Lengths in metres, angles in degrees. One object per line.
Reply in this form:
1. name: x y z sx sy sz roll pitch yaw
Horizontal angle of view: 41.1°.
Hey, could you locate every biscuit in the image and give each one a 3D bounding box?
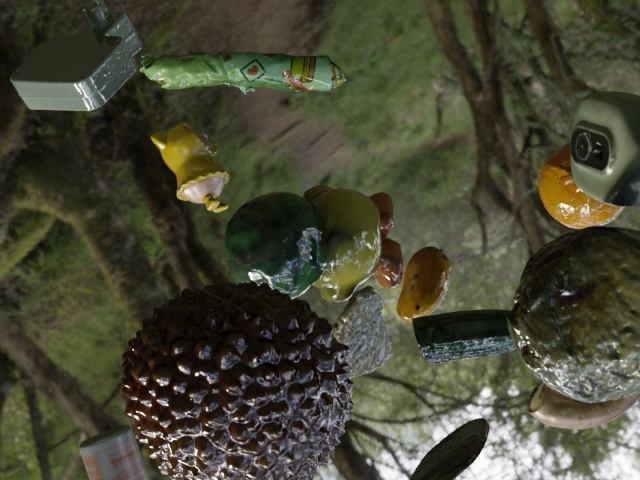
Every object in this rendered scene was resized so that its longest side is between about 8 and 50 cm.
1. biscuit: 0.065 0.184 1.552 0.141 0.038 0.290 -45 150 -17

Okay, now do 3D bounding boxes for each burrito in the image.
1. burrito: -0.111 -0.239 1.225 0.287 0.054 0.104 0 -179 -8

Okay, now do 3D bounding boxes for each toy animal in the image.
1. toy animal: 0.000 -0.001 1.489 0.338 0.216 0.191 -3 164 -29
2. toy animal: -0.299 -0.170 2.043 0.156 0.230 0.156 -29 164 -10

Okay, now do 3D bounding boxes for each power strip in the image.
1. power strip: -0.501 -0.399 1.803 0.229 0.141 0.261 8 -131 31

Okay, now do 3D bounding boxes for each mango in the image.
1. mango: 0.232 0.097 1.896 0.115 0.090 0.178 -10 -128 49

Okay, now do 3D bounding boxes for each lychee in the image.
1. lychee: -0.109 0.197 1.113 0.306 0.306 0.330 -28 141 19

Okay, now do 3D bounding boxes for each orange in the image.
1. orange: 0.518 -0.109 1.678 0.155 0.178 0.177 -17 174 -44

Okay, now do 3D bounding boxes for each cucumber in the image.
1. cucumber: 0.320 0.199 1.756 0.243 0.115 0.063 -12 -152 11

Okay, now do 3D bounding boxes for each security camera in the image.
1. security camera: 0.406 -0.101 1.057 0.080 0.157 0.301 -4 -163 -13

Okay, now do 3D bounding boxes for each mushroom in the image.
1. mushroom: 0.476 0.202 1.423 0.286 0.151 0.156 -62 169 12

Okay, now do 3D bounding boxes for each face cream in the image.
1. face cream: -0.354 0.472 1.559 0.101 0.252 0.101 -19 179 0

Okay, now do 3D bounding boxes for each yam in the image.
1. yam: 0.341 0.079 1.016 0.195 0.195 0.300 -27 170 24

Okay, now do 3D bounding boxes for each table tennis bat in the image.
1. table tennis bat: 0.199 0.384 1.397 0.173 0.022 0.301 -40 180 26
